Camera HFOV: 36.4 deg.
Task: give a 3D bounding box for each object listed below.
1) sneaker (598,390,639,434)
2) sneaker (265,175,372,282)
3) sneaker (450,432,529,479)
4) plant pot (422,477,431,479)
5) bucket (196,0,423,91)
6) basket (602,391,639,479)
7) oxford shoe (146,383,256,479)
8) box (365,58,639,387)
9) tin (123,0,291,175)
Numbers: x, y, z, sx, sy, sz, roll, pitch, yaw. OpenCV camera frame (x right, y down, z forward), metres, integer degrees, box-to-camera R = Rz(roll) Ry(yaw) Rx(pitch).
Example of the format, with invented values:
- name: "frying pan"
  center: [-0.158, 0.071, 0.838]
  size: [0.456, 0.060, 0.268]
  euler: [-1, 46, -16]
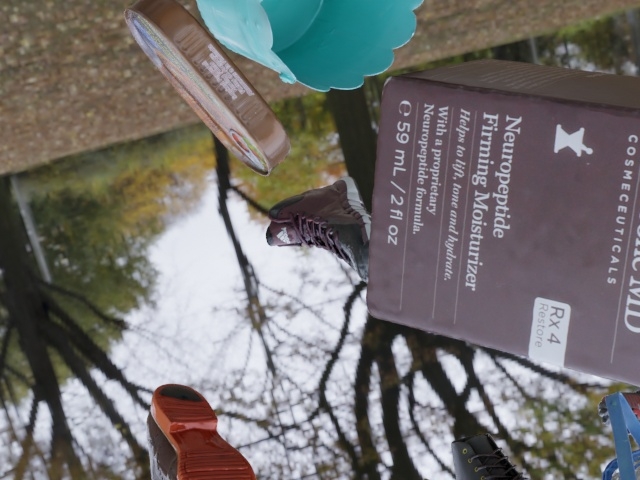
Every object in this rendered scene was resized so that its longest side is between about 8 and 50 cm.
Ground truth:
- name: "sneaker"
  center: [0.673, 0.319, 1.917]
  size: [0.276, 0.135, 0.097]
  euler: [9, 160, -10]
- name: "sneaker"
  center: [0.000, 0.000, 1.492]
  size: [0.162, 0.106, 0.281]
  euler: [-12, -155, -3]
- name: "sneaker"
  center: [0.220, 0.299, 1.190]
  size: [0.083, 0.118, 0.222]
  euler: [-10, 175, -24]
- name: "plant pot"
  center: [0.181, 0.444, 1.548]
  size: [0.081, 0.081, 0.083]
  euler: [25, -164, 8]
- name: "bucket"
  center: [-0.016, -0.340, 1.260]
  size: [0.281, 0.281, 0.183]
  euler: [-24, -147, -33]
- name: "basket"
  center: [0.545, 0.417, 1.571]
  size: [0.201, 0.289, 0.255]
  euler: [-23, -156, 22]
- name: "oxford shoe"
  center: [-0.149, 0.294, 1.192]
  size: [0.096, 0.098, 0.271]
  euler: [9, -155, -29]
- name: "box"
  center: [0.160, -0.025, 0.656]
  size: [0.203, 0.169, 0.167]
  euler: [13, -161, 30]
- name: "tin"
  center: [-0.098, -0.138, 0.861]
  size: [0.040, 0.190, 0.106]
  euler: [-42, -166, -8]
